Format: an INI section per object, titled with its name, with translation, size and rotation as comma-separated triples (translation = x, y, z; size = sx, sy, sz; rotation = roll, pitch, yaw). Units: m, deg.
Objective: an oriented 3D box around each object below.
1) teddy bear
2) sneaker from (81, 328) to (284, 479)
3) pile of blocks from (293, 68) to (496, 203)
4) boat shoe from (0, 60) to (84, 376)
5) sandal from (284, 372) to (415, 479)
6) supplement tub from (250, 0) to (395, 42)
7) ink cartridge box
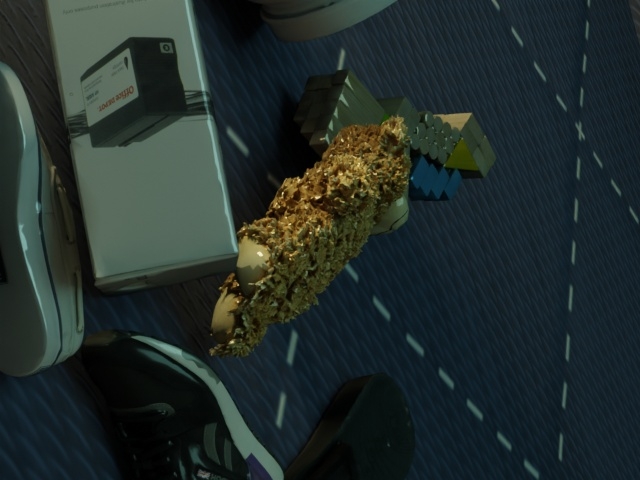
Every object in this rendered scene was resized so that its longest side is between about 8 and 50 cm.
[teddy bear]
translation = 0.000, 0.000, 1.565
size = 0.338, 0.113, 0.245
rotation = -38, 156, -61
[sneaker]
translation = -0.132, 0.201, 1.380
size = 0.283, 0.107, 0.124
rotation = 52, 43, -36
[pile of blocks]
translation = 0.075, -0.108, 1.865
size = 0.362, 0.112, 0.149
rotation = 11, 81, -50
[boat shoe]
translation = -0.253, -0.022, 1.270
size = 0.088, 0.096, 0.267
rotation = -17, 94, -64
[sandal]
translation = 0.032, 0.296, 1.611
size = 0.167, 0.107, 0.446
rotation = 61, 33, -25
[supplement tub]
translation = -0.036, -0.413, 1.653
size = 0.331, 0.241, 0.241
rotation = 61, 33, -25
[ink cartridge box]
translation = -0.161, -0.115, 1.335
size = 0.223, 0.129, 0.307
rotation = 129, -49, -84
